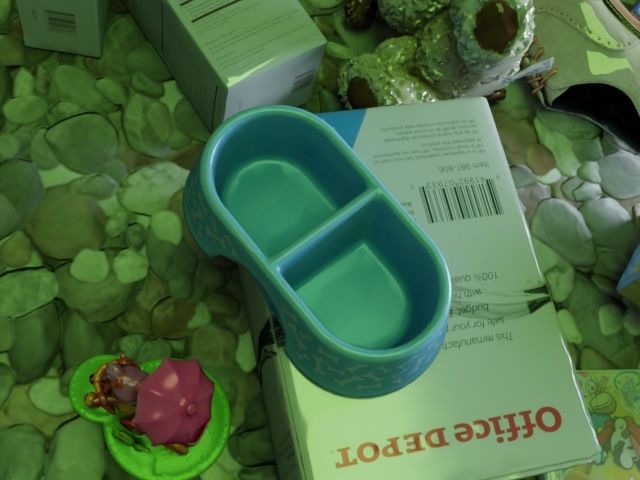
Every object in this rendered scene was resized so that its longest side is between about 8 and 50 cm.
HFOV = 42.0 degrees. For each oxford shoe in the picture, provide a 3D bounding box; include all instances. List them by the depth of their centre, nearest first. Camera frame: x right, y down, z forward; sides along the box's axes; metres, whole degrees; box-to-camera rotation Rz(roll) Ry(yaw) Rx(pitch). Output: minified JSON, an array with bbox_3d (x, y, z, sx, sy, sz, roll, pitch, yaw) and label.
[{"bbox_3d":[0.304,-0.261,1.074,0.397,0.140,0.146,33,72,4],"label":"oxford shoe"}]

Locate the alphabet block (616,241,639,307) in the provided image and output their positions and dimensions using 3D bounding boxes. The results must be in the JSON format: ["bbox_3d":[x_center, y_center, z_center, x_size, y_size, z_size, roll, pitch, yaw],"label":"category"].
[{"bbox_3d":[0.487,0.017,0.921,0.197,0.193,0.192,35,67,4],"label":"alphabet block"}]

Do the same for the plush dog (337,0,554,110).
[{"bbox_3d":[0.146,-0.280,1.021,0.211,0.262,0.225,-9,78,-51],"label":"plush dog"}]

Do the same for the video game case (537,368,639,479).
[{"bbox_3d":[0.341,0.257,0.929,0.206,0.026,0.226,1,68,-12],"label":"video game case"}]

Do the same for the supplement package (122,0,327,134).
[{"bbox_3d":[-0.122,-0.263,0.976,0.134,0.139,0.244,-30,78,-20],"label":"supplement package"}]

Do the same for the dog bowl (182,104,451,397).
[{"bbox_3d":[0.000,0.000,0.752,0.166,0.074,0.297,-36,78,-20],"label":"dog bowl"}]

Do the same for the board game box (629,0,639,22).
[{"bbox_3d":[0.630,-0.314,1.203,0.319,0.066,0.318,37,65,4],"label":"board game box"}]

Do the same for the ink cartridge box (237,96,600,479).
[{"bbox_3d":[0.073,0.070,0.868,0.286,0.166,0.394,-8,69,-14],"label":"ink cartridge box"}]

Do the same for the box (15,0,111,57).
[{"bbox_3d":[-0.291,-0.324,0.968,0.091,0.130,0.170,6,66,-9],"label":"box"}]

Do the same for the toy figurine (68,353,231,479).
[{"bbox_3d":[-0.162,0.146,0.789,0.173,0.159,0.130,28,65,0],"label":"toy figurine"}]
